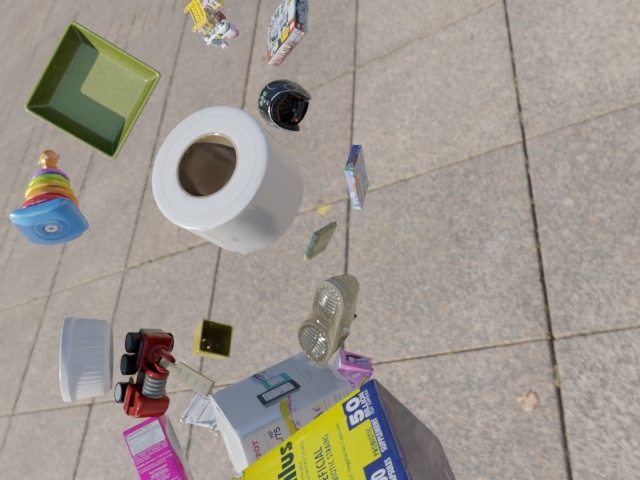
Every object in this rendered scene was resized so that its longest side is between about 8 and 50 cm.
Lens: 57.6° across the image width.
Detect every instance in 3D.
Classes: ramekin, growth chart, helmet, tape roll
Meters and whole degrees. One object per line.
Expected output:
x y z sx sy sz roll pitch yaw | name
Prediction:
-0.574 0.291 1.444 0.207 0.109 0.207 180 90 -74 | ramekin
-0.403 0.615 2.123 0.237 0.021 0.172 1 39 40 | growth chart
-0.110 -0.419 1.802 0.169 0.169 0.161 -46 28 8 | helmet
-0.175 -0.114 1.126 0.246 0.169 0.246 -7 71 20 | tape roll

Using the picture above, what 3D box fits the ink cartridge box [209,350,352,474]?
-0.078 0.417 1.329 0.270 0.198 0.197 -22 24 -23 | ink cartridge box

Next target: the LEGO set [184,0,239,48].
-0.248 -0.579 1.425 0.132 0.107 0.287 -16 65 30 | LEGO set

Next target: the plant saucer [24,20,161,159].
-0.422 -0.278 1.095 0.188 0.188 0.045 -59 8 4 | plant saucer

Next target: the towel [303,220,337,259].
0.000 0.000 1.809 0.027 0.148 0.110 32 119 14 | towel

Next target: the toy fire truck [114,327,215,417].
-0.400 0.363 1.489 0.246 0.158 0.217 22 100 53 | toy fire truck

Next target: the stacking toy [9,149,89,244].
-0.794 -0.150 1.707 0.175 0.166 0.302 -17 57 -5 | stacking toy

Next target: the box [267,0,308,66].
-0.061 -0.393 1.066 0.137 0.027 0.094 157 116 -62 | box

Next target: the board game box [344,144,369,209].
0.134 -0.229 2.124 0.035 0.201 0.136 5 53 19 | board game box

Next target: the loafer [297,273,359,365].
0.026 0.169 1.230 0.102 0.092 0.268 46 141 22 | loafer

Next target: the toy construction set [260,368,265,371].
-0.183 0.562 1.950 0.151 0.215 0.328 51 125 24 | toy construction set

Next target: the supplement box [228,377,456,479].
0.010 0.404 0.823 0.356 0.195 0.194 -38 28 10 | supplement box

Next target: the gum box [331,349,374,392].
0.081 0.426 1.795 0.062 0.107 0.188 -92 22 -56 | gum box

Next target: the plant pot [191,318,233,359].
-0.269 0.246 1.405 0.083 0.081 0.081 -34 45 47 | plant pot

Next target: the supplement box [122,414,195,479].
-0.440 0.603 1.602 0.114 0.111 0.220 -25 73 -7 | supplement box
